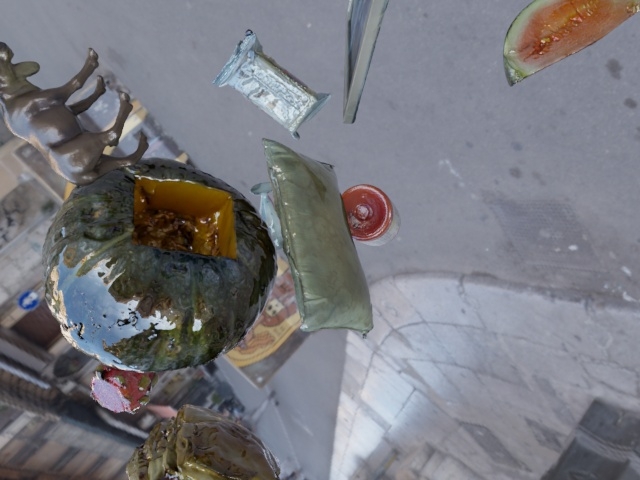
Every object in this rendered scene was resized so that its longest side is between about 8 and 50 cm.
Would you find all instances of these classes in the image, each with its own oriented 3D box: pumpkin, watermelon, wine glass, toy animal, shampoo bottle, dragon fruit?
[{"bbox_3d":[-0.208,0.026,0.761,0.320,0.320,0.192,42,129,5],"label":"pumpkin"},{"bbox_3d":[0.469,-0.429,1.110,0.128,0.304,0.159,59,180,-9],"label":"watermelon"},{"bbox_3d":[-0.120,-0.056,1.329,0.073,0.073,0.154,25,135,43],"label":"wine glass"},{"bbox_3d":[-0.319,-0.145,0.618,0.214,0.186,0.093,50,159,7],"label":"toy animal"},{"bbox_3d":[0.105,-0.042,1.124,0.104,0.104,0.278,40,-175,12],"label":"shampoo bottle"},{"bbox_3d":[-0.445,0.312,1.263,0.207,0.150,0.133,-132,26,-72],"label":"dragon fruit"}]

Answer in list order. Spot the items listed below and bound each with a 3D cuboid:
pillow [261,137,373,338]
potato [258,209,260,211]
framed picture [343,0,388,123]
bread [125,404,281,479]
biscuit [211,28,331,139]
[{"bbox_3d":[0.000,0.000,0.841,0.185,0.075,0.302,14,-123,-55],"label":"pillow"},{"bbox_3d":[-0.150,-0.058,1.531,0.036,0.037,0.093,55,155,38],"label":"potato"},{"bbox_3d":[0.064,-0.336,0.728,0.024,0.231,0.315,5,154,-6],"label":"framed picture"},{"bbox_3d":[-0.187,0.405,0.994,0.278,0.166,0.324,31,162,-12],"label":"bread"},{"bbox_3d":[-0.135,-0.445,1.633,0.309,0.186,0.079,33,-161,-17],"label":"biscuit"}]
